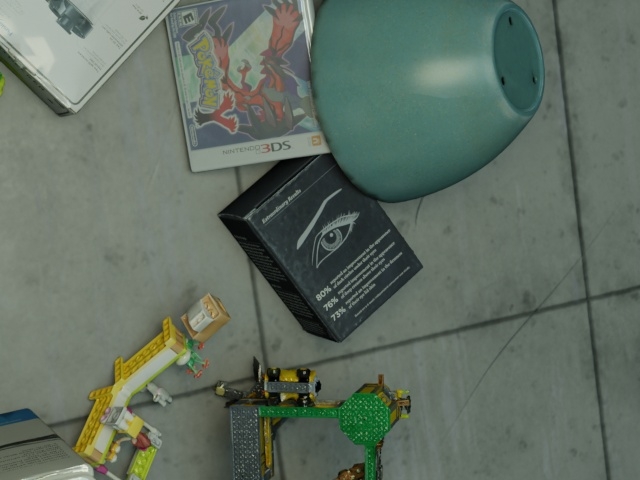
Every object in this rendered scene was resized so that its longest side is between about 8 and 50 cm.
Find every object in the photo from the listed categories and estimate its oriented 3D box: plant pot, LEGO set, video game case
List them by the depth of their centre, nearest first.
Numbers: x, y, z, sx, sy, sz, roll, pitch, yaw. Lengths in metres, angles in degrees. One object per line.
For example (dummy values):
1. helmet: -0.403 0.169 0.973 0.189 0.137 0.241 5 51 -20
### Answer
1. LEGO set: -0.194 0.200 1.440 0.107 0.132 0.287 43 70 -29
2. video game case: -0.085 -0.192 1.450 0.184 0.023 0.201 -7 96 17
3. plant pot: 0.152 -0.199 1.455 0.290 0.195 0.290 12 75 -53
4. LEGO set: 0.005 0.300 1.473 0.255 0.192 0.331 -9 92 14

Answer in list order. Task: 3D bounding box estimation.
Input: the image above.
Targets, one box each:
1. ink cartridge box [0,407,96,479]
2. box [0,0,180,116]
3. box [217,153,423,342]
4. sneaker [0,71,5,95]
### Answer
1. ink cartridge box: -0.321 0.323 1.285 0.129 0.307 0.223 -10 97 -24
2. box: -0.256 -0.302 1.395 0.169 0.087 0.290 43 76 -20
3. box: 0.000 0.000 1.514 0.153 0.108 0.207 -40 107 -16
4. sneaker: -0.481 -0.143 1.295 0.296 0.109 0.123 -20 105 -21
